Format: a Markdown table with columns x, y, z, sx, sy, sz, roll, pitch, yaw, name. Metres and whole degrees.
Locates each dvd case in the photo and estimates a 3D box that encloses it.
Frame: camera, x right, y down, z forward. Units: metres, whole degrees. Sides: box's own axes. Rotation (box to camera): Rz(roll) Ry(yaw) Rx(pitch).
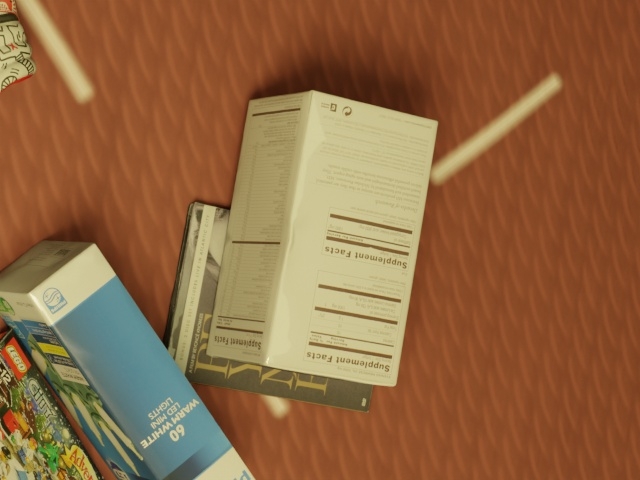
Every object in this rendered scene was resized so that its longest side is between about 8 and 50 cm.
| x | y | z | sx | sy | sz | roll | pitch | yaw | name |
| --- | --- | --- | --- | --- | --- | --- | --- | --- | --- |
| -0.037 | 0.066 | 1.666 | 0.221 | 0.018 | 0.164 | 13 | 86 | -26 | dvd case |

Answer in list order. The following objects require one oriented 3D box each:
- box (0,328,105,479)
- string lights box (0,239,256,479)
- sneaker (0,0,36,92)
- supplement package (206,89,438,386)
| x | y | z | sx | sy | sz | roll | pitch | yaw | name |
| --- | --- | --- | --- | --- | --- | --- | --- | --- | --- |
| -0.249 | 0.211 | 1.494 | 0.233 | 0.044 | 0.159 | 61 | 23 | -15 | box |
| -0.175 | 0.125 | 1.533 | 0.077 | 0.133 | 0.259 | -39 | 108 | -22 | string lights box |
| -0.364 | -0.141 | 1.451 | 0.270 | 0.090 | 0.145 | -27 | 99 | -27 | sneaker |
| 0.000 | 0.000 | 1.597 | 0.134 | 0.139 | 0.244 | 11 | 86 | -26 | supplement package |
